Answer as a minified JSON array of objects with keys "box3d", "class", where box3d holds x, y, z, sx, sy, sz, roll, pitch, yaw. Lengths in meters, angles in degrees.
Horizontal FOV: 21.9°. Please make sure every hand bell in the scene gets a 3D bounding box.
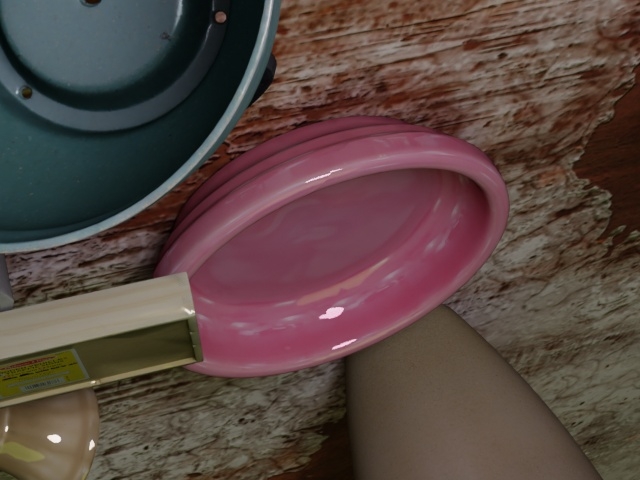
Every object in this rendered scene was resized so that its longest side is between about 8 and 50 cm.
[{"box3d":[-0.333,0.158,1.469,0.242,0.126,0.126,18,132,-34],"class":"hand bell"}]

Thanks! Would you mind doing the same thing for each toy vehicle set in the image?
[{"box3d":[-0.226,0.090,1.286,0.267,0.035,0.166,-13,164,-6],"class":"toy vehicle set"}]

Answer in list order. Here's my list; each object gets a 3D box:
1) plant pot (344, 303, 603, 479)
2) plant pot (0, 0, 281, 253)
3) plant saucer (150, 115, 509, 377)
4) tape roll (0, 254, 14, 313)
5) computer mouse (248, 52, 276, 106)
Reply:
[{"box3d":[0.134,0.211,1.700,0.257,0.274,0.256,-18,150,-11],"class":"plant pot"},{"box3d":[-0.149,-0.143,0.921,0.293,0.293,0.196,-29,177,10],"class":"plant pot"},{"box3d":[0.000,0.000,1.442,0.332,0.084,0.332,-18,152,-10],"class":"plant saucer"},{"box3d":[-0.337,0.034,1.197,0.219,0.072,0.219,-13,165,-4],"class":"tape roll"},{"box3d":[-0.164,-0.091,1.195,0.184,0.060,0.262,-1,153,-39],"class":"computer mouse"}]
